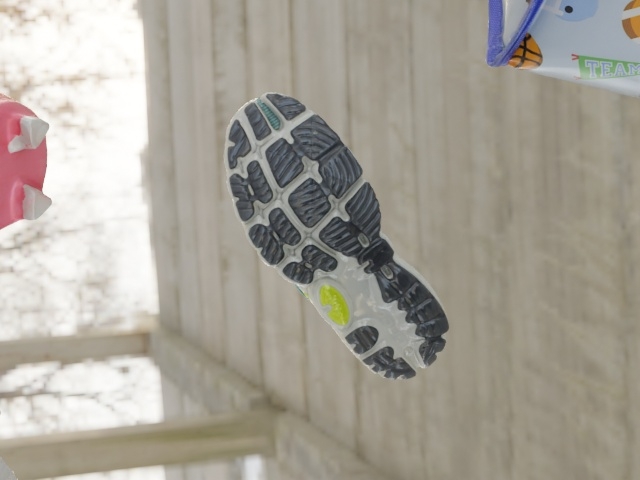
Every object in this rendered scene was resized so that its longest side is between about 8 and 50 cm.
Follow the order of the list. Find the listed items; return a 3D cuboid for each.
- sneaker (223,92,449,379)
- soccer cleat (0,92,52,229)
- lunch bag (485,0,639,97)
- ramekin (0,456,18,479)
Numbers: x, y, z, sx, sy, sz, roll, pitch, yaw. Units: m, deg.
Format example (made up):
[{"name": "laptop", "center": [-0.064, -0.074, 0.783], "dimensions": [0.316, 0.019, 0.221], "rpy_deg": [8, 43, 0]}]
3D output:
[{"name": "sneaker", "center": [0.000, 0.000, 1.213], "dimensions": [0.275, 0.107, 0.110], "rpy_deg": [59, -7, -24]}, {"name": "soccer cleat", "center": [-0.221, -0.017, 0.607], "dimensions": [0.095, 0.248, 0.083], "rpy_deg": [18, -63, 35]}, {"name": "lunch bag", "center": [0.349, -0.284, 1.210], "dimensions": [0.385, 0.328, 0.238], "rpy_deg": [118, -19, -49]}, {"name": "ramekin", "center": [-0.355, 0.266, 1.211], "dimensions": [0.127, 0.273, 0.272], "rpy_deg": [-54, 144, -77]}]
